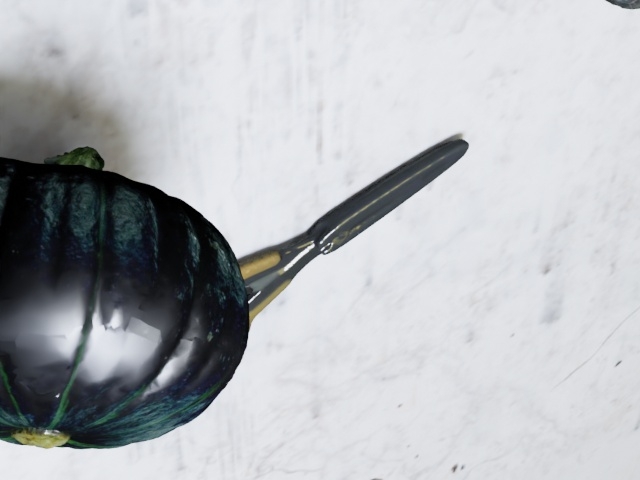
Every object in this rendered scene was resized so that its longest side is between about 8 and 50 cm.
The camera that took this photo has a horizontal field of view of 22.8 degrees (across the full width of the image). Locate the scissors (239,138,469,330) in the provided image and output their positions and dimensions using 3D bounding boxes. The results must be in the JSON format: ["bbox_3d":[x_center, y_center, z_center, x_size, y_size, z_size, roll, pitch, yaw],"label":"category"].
[{"bbox_3d":[0.000,0.000,0.974,0.220,0.017,0.088,-34,144,-7],"label":"scissors"}]

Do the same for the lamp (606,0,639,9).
[{"bbox_3d":[0.108,-0.207,0.754,0.118,0.118,0.253,-42,146,6],"label":"lamp"}]

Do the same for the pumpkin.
[{"bbox_3d":[-0.131,0.032,0.762,0.194,0.194,0.150,-7,96,-36],"label":"pumpkin"}]
